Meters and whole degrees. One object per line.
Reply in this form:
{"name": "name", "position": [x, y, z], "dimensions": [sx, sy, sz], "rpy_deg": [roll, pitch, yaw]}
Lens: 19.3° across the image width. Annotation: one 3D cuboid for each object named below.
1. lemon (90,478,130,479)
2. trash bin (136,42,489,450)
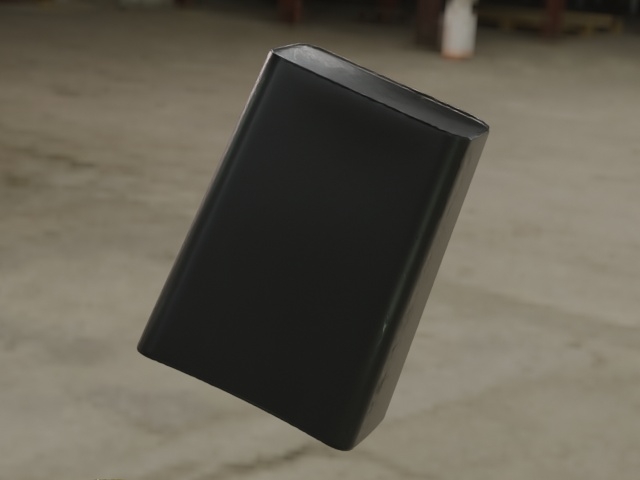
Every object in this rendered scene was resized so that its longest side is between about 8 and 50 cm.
{"name": "lemon", "position": [-0.173, 0.325, 1.652], "dimensions": [0.263, 0.236, 0.236], "rpy_deg": [28, -1, -31]}
{"name": "trash bin", "position": [0.000, 0.000, 1.276], "dimensions": [0.165, 0.225, 0.115], "rpy_deg": [25, 16, 12]}
